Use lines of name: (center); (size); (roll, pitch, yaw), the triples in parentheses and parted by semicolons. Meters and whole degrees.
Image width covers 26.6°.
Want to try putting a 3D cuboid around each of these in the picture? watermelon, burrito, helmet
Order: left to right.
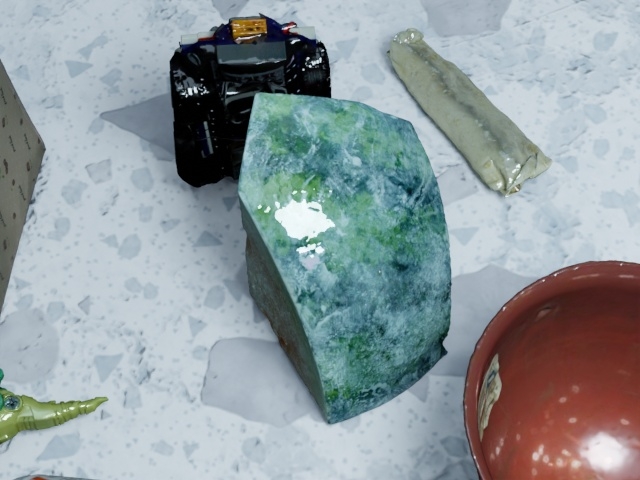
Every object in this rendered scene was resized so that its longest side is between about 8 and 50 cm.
watermelon: (0.000, 0.000, 1.570); (0.228, 0.258, 0.387); (-24, 106, -25)
burrito: (0.178, -0.165, 1.711); (0.082, 0.059, 0.275); (-31, 65, -20)
helmet: (0.319, 0.217, 1.407); (0.385, 0.230, 0.337); (-4, 63, -9)

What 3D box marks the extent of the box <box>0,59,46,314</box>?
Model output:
box: (-0.472, -0.051, 1.590); (0.191, 0.225, 0.297); (4, 62, 7)

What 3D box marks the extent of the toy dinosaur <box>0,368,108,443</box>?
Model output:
toy dinosaur: (-0.377, 0.196, 1.536); (0.259, 0.094, 0.153); (-21, 63, -16)

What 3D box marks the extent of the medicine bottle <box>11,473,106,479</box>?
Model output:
medicine bottle: (-0.290, 0.356, 1.356); (0.302, 0.241, 0.241); (2, 62, 15)

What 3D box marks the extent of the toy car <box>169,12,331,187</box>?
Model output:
toy car: (-0.081, -0.167, 1.589); (0.193, 0.301, 0.118); (-5, 65, -5)
